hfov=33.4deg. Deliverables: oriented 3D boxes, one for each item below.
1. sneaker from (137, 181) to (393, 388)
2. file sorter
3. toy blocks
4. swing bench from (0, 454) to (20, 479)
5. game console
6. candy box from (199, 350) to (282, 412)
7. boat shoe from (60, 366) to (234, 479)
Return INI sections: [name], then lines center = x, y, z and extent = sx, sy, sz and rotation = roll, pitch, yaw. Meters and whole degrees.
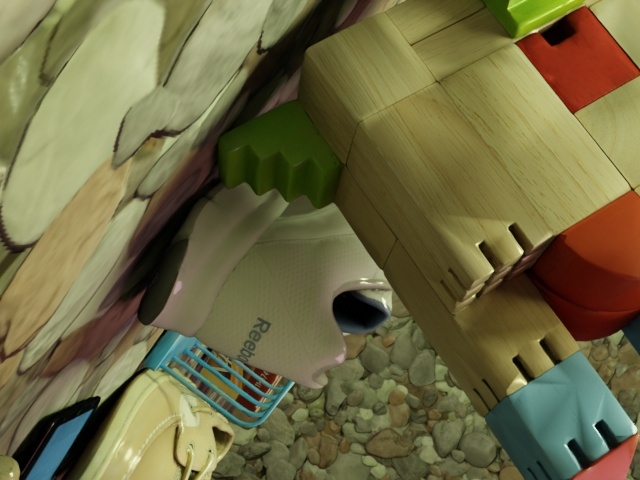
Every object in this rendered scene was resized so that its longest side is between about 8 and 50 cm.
[sneaker]
center = 0.000, 0.000, 0.701
extent = 0.111, 0.129, 0.297
rotation = -59, 175, 37
[file sorter]
center = -0.053, 0.074, 0.898
extent = 0.118, 0.104, 0.170
rotation = -53, 177, 6
[toy blocks]
center = 0.176, -0.039, 0.572
extent = 0.381, 0.261, 0.190
rotation = -30, 164, -17
[swing bench]
center = -0.214, 0.290, 0.518
extent = 0.254, 0.165, 0.253
rotation = -50, 179, 34
[game console]
center = -0.162, 0.167, 0.678
extent = 0.071, 0.107, 0.122
rotation = -25, 177, 1
[candy box]
center = -0.006, 0.042, 1.272
extent = 0.316, 0.087, 0.183
rotation = -49, 174, -47
[boat shoe]
center = -0.130, 0.175, 0.892
extent = 0.109, 0.098, 0.302
rotation = -54, 176, 0
